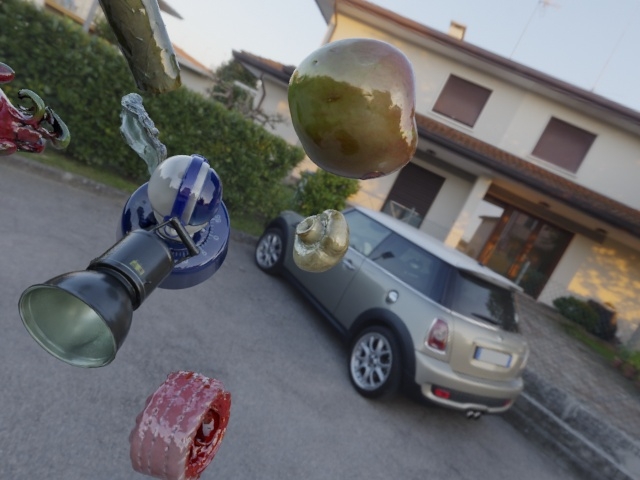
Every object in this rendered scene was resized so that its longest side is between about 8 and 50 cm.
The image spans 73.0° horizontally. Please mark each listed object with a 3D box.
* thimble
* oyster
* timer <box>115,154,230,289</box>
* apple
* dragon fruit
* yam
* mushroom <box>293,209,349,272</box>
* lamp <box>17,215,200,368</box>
[{"bbox_3d":[-0.267,0.363,0.837,0.124,0.163,0.190,11,45,16],"label":"thimble"},{"bbox_3d":[-0.477,-0.279,1.159,0.087,0.199,0.252,-20,31,-27],"label":"oyster"},{"bbox_3d":[-0.303,-0.055,0.938,0.270,0.271,0.383,24,-24,-14],"label":"timer"},{"bbox_3d":[0.081,-0.312,1.064,0.304,0.339,0.338,-5,3,9],"label":"apple"},{"bbox_3d":[-0.589,-0.218,0.701,0.198,0.218,0.272,47,16,12],"label":"dragon fruit"},{"bbox_3d":[-0.264,-0.368,0.538,0.083,0.083,0.372,32,-33,40],"label":"yam"},{"bbox_3d":[0.000,0.000,0.934,0.112,0.148,0.148,51,-9,-36],"label":"mushroom"},{"bbox_3d":[-0.320,0.066,0.676,0.147,0.172,0.227,62,26,-22],"label":"lamp"}]
